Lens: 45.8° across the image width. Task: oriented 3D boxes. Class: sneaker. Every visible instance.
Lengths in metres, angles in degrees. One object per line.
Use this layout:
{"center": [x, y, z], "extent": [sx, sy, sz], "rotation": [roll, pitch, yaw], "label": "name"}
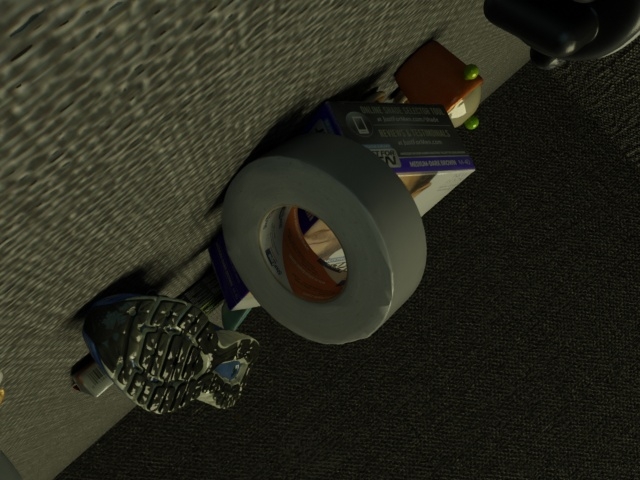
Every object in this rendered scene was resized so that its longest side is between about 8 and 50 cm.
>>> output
{"center": [-0.200, 0.130, 0.924], "extent": [0.130, 0.147, 0.330], "rotation": [-67, 159, -11], "label": "sneaker"}

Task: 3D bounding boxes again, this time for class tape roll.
{"center": [0.000, 0.000, 0.805], "extent": [0.072, 0.219, 0.219], "rotation": [-37, 174, -45], "label": "tape roll"}

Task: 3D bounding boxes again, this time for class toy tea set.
{"center": [0.136, -0.164, 1.104], "extent": [0.200, 0.124, 0.336], "rotation": [-42, 177, 5], "label": "toy tea set"}

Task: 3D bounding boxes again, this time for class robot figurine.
{"center": [0.273, -0.285, 0.738], "extent": [0.278, 0.173, 0.209], "rotation": [-40, -166, -32], "label": "robot figurine"}

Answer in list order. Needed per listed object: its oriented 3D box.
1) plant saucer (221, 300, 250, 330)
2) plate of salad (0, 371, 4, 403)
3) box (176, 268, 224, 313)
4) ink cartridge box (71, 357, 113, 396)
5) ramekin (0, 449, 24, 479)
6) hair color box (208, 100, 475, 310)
{"center": [-0.080, 0.025, 1.300], "extent": [0.317, 0.044, 0.317], "rotation": [-54, 180, 0], "label": "plant saucer"}
{"center": [-0.348, 0.184, 0.635], "extent": [0.200, 0.048, 0.200], "rotation": [-41, 178, -2], "label": "plate of salad"}
{"center": [-0.227, 0.121, 1.326], "extent": [0.191, 0.045, 0.184], "rotation": [-40, 174, -26], "label": "box"}
{"center": [-0.310, 0.167, 1.140], "extent": [0.145, 0.045, 0.179], "rotation": [-41, -165, -26], "label": "ink cartridge box"}
{"center": [-0.364, 0.306, 0.754], "extent": [0.109, 0.207, 0.207], "rotation": [-26, 167, -46], "label": "ramekin"}
{"center": [0.013, -0.035, 0.970], "extent": [0.185, 0.110, 0.339], "rotation": [-7, 153, -37], "label": "hair color box"}
